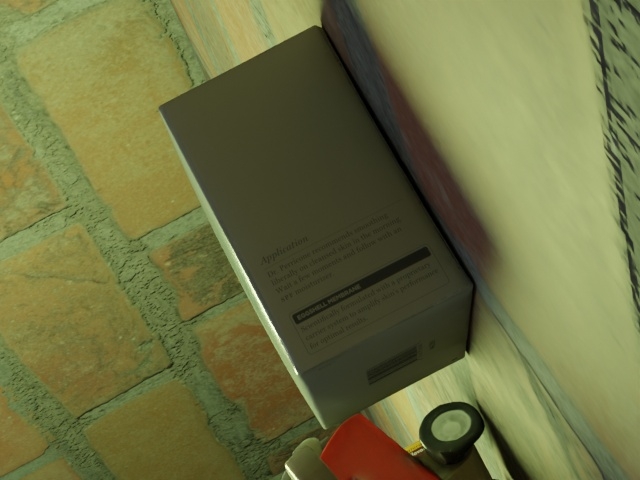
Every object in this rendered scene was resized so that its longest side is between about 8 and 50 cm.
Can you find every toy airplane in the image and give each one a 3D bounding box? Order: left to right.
[{"bbox_3d":[0.068,0.340,1.076,0.384,0.272,0.386,42,-154,-83],"label":"toy airplane"}]

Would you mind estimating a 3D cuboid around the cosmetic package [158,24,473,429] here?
[{"bbox_3d":[0.000,0.000,0.988,0.225,0.138,0.224,62,176,18],"label":"cosmetic package"}]

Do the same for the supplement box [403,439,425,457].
[{"bbox_3d":[0.115,0.400,1.785,0.129,0.191,0.194,64,175,-18],"label":"supplement box"}]
